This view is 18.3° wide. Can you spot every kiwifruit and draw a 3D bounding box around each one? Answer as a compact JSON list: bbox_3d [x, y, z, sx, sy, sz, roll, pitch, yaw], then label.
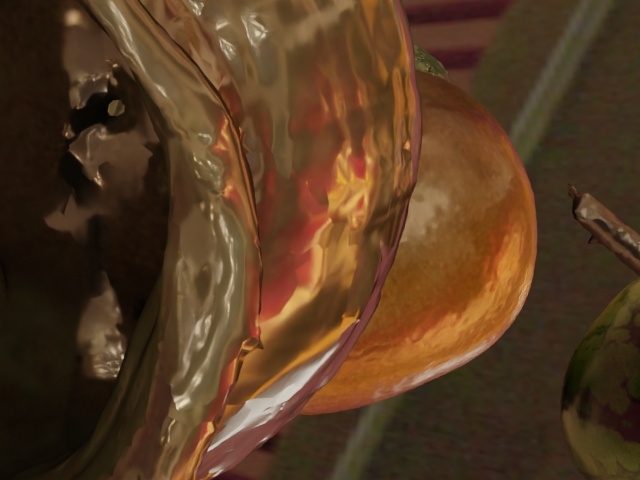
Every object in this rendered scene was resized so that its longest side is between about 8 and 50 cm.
[{"bbox_3d":[0.000,0.000,1.101,0.234,0.196,0.196,-12,99,-18],"label":"kiwifruit"}]

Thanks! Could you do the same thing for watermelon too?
[{"bbox_3d":[0.183,0.070,0.847,0.140,0.187,0.141,2,84,-18],"label":"watermelon"}]

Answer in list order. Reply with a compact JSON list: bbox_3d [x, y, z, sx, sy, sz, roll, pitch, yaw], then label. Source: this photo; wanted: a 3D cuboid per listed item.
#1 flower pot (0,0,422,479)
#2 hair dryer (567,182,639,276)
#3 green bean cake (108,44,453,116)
[{"bbox_3d":[-0.124,-0.025,0.657,0.213,0.301,0.302,-34,113,-65],"label":"flower pot"},{"bbox_3d":[0.291,0.049,0.999,0.359,0.120,0.304,32,120,-3],"label":"hair dryer"},{"bbox_3d":[-0.030,-0.007,1.675,0.300,0.169,0.308,-5,131,-12],"label":"green bean cake"}]
